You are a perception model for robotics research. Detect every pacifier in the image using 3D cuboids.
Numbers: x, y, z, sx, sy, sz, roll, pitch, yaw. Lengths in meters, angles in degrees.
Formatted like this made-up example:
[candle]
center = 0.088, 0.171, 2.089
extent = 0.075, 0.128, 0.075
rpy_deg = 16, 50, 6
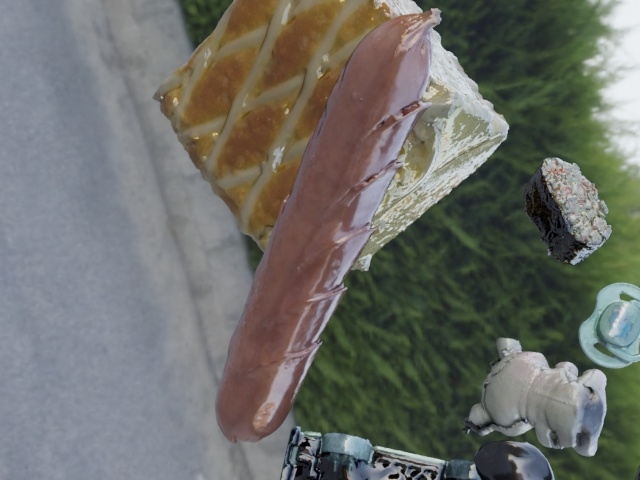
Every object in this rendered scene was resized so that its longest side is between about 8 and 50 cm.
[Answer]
[pacifier]
center = 0.513, 0.152, 1.503
extent = 0.116, 0.126, 0.150
rpy_deg = 68, 45, -76

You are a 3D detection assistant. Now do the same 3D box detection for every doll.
[doll]
center = 0.297, 0.219, 1.196
extent = 0.095, 0.192, 0.149
rpy_deg = 27, 77, -50

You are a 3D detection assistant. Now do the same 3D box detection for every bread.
[bread]
center = 0.015, -0.177, 1.260
extent = 0.371, 0.390, 0.279
rpy_deg = 57, 26, 17

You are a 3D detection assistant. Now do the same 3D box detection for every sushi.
[sushi]
center = 0.353, -0.045, 1.253
extent = 0.078, 0.090, 0.150
rpy_deg = 119, -39, -51

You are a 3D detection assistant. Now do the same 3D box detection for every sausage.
[sausage]
center = -0.002, -0.001, 0.755
extent = 0.088, 0.087, 0.433
rpy_deg = -70, -176, -69

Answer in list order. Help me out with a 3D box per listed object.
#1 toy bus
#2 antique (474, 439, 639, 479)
[toy bus]
center = 0.093, 0.292, 0.906
extent = 0.165, 0.276, 0.134
rpy_deg = 89, 14, -67
[antique]
center = 0.234, 0.300, 0.664
extent = 0.255, 0.322, 0.185
rpy_deg = -79, 169, -47
